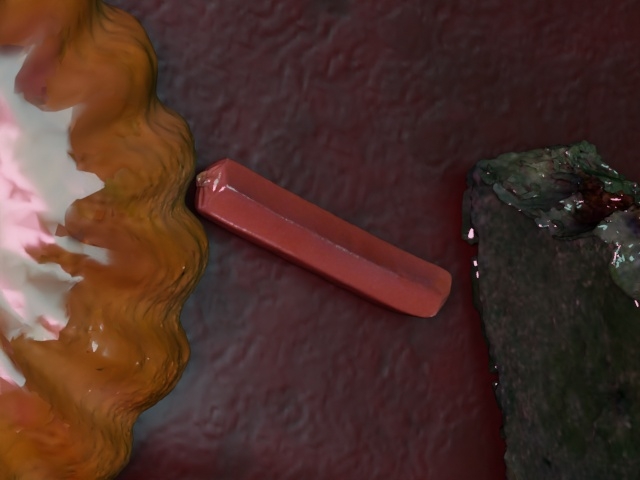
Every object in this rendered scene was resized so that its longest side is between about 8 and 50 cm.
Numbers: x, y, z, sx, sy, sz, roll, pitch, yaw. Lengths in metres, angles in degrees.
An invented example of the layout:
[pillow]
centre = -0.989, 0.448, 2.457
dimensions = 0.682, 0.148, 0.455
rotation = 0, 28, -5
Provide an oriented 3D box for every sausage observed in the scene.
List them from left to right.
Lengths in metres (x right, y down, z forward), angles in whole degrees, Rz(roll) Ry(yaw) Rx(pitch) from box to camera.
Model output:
[sausage]
centre = 0.000, 0.000, 0.855
dimensions = 0.147, 0.035, 0.030
rotation = 27, 77, -21

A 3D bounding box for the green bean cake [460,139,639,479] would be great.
[green bean cake]
centre = 0.174, 0.041, 0.849
dimensions = 0.107, 0.208, 0.193
rotation = -8, 91, -31

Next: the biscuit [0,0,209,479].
[biscuit]
centre = -0.190, -0.014, 0.722
dimensions = 0.325, 0.107, 0.326
rotation = 5, 80, -26
